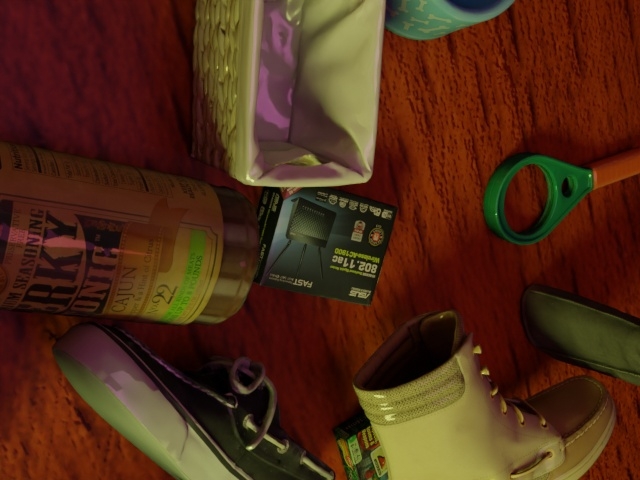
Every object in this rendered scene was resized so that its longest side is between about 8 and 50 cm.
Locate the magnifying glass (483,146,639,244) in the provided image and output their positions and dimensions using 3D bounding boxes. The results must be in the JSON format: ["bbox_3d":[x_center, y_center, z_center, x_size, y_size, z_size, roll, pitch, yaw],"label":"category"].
[{"bbox_3d":[0.260,-0.060,0.928,0.231,0.026,0.092,-17,110,-28],"label":"magnifying glass"}]

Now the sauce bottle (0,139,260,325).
[{"bbox_3d":[-0.207,-0.009,0.569,0.344,0.111,0.111,8,97,-34],"label":"sauce bottle"}]

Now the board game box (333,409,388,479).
[{"bbox_3d":[0.101,0.267,0.893,0.136,0.030,0.259,-28,115,-29],"label":"board game box"}]

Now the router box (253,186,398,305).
[{"bbox_3d":[0.000,0.000,0.754,0.122,0.038,0.092,13,94,-36],"label":"router box"}]

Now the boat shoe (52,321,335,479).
[{"bbox_3d":[-0.078,0.140,0.691,0.105,0.113,0.306,-53,127,-20],"label":"boat shoe"}]

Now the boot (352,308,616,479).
[{"bbox_3d":[0.160,0.147,0.830,0.262,0.095,0.203,-26,114,-18],"label":"boot"}]

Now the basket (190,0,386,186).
[{"bbox_3d":[-0.028,-0.130,0.665,0.113,0.103,0.167,-4,104,-34],"label":"basket"}]

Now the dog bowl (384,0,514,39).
[{"bbox_3d":[0.117,-0.318,0.737,0.166,0.074,0.297,1,100,-34],"label":"dog bowl"}]

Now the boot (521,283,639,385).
[{"bbox_3d":[0.316,0.131,0.895,0.076,0.208,0.189,-41,115,-31],"label":"boot"}]
